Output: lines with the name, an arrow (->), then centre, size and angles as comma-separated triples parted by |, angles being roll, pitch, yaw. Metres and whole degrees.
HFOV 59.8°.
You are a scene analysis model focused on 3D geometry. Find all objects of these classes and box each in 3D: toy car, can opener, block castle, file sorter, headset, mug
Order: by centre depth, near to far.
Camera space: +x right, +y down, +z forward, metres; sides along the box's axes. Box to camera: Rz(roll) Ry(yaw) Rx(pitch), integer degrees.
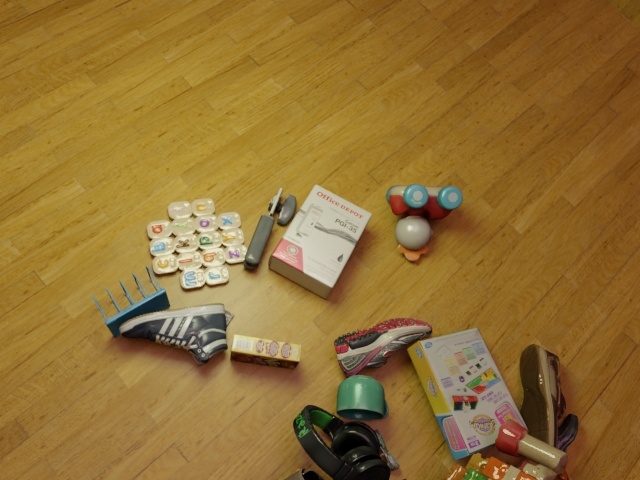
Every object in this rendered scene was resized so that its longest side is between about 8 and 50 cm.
block castle -> 0.418, 0.694, 1.354 | 0.213, 0.303, 0.453 | 17, 55, 46
headset -> 0.080, 0.579, 1.397 | 0.394, 0.243, 0.185 | 38, 94, -10
file sorter -> -0.517, 0.164, 1.519 | 0.170, 0.118, 0.104 | -31, 71, -21
mug -> 0.113, 0.430, 1.519 | 0.129, 0.158, 0.097 | -3, 60, 14
can opener -> -0.146, -0.035, 1.695 | 0.095, 0.076, 0.283 | 21, 61, -5
toy car -> 0.316, -0.055, 1.757 | 0.210, 0.219, 0.238 | 2, 95, -10

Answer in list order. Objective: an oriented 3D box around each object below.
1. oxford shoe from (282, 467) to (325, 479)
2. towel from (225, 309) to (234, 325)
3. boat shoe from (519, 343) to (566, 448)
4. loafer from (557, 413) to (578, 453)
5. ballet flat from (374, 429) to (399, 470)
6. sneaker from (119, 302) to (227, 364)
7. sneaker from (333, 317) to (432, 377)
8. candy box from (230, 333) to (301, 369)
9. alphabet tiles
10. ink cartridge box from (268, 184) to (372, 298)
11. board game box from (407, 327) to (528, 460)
oxford shoe -> -0.050, 0.599, 1.295 | 0.130, 0.363, 0.133 | 29, 63, -36
towel -> -0.291, 0.230, 1.589 | 0.060, 0.009, 0.083 | 30, 64, 3
boat shoe -> 0.652, 0.468, 1.594 | 0.123, 0.123, 0.342 | 21, 50, -12
loafer -> 0.683, 0.563, 1.592 | 0.061, 0.062, 0.170 | 33, 63, 11
ballet flat -> 0.168, 0.571, 1.505 | 0.041, 0.041, 0.114 | -27, 72, -20
sneaker -> -0.385, 0.265, 1.493 | 0.282, 0.099, 0.153 | -8, 75, -20
sneaker -> 0.184, 0.298, 1.600 | 0.299, 0.121, 0.112 | -15, 96, -15
candy box -> -0.151, 0.307, 1.525 | 0.186, 0.109, 0.053 | 9, 64, -6
alphabet tiles -> -0.367, 0.007, 1.669 | 0.278, 0.021, 0.284 | -9, 68, -17
ink cartridge box -> 0.000, 0.000, 1.687 | 0.207, 0.117, 0.283 | 28, 64, 3
board game box -> 0.408, 0.415, 1.552 | 0.242, 0.064, 0.316 | -5, 61, -32
